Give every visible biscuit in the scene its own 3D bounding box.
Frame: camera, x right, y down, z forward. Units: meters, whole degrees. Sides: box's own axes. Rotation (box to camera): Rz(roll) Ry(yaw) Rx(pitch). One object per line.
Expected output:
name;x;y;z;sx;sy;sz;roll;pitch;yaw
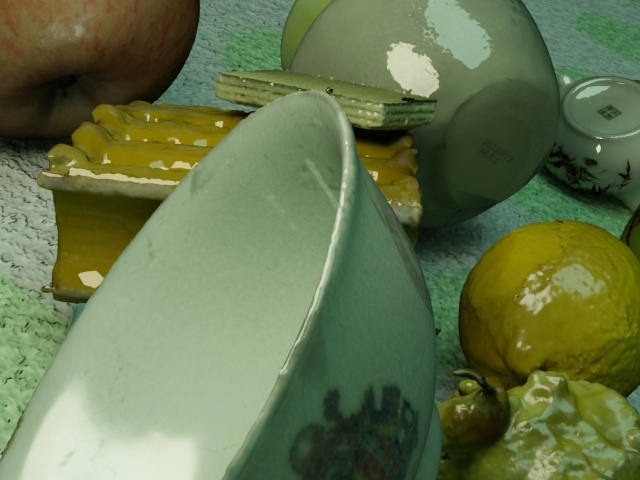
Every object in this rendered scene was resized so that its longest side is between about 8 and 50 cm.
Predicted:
biscuit;0.005;-0.144;1.127;0.199;0.041;0.121;15;14;30

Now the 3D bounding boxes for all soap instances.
soap;-0.073;-0.039;1.077;0.335;0.156;0.293;3;17;-1

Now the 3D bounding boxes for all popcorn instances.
popcorn;0.190;0.182;0.973;0.195;0.173;0.168;33;75;9

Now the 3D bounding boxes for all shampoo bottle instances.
shampoo bottle;0.120;-0.186;1.357;0.322;0.322;0.317;-3;48;-34

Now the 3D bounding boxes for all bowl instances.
bowl;-0.047;0.130;0.745;0.196;0.435;0.435;34;26;-20

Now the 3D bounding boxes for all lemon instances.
lemon;0.242;0.080;1.130;0.204;0.204;0.260;28;25;12

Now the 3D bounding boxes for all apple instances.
apple;-0.298;-0.247;1.212;0.344;0.345;0.269;7;45;-22

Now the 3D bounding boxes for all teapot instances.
teapot;0.422;-0.161;1.679;0.208;0.166;0.300;-35;42;-6

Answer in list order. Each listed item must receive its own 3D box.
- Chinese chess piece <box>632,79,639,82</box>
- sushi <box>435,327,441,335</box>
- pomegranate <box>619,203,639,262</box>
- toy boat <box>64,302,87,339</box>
Chinese chess piece;0.589;-0.162;1.810;0.257;0.104;0.257;15;31;-9
sushi;0.086;0.127;1.104;0.055;0.052;0.120;24;31;5
pomegranate;0.481;0.047;1.301;0.260;0.260;0.341;13;56;-13
toy boat;-0.106;0.122;0.960;0.237;0.109;0.098;17;6;3
